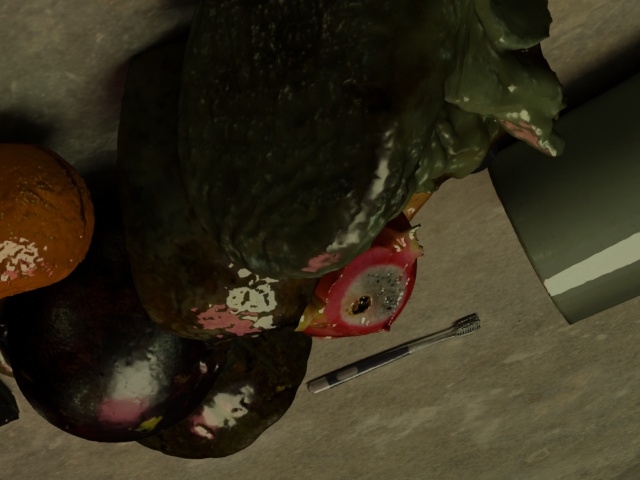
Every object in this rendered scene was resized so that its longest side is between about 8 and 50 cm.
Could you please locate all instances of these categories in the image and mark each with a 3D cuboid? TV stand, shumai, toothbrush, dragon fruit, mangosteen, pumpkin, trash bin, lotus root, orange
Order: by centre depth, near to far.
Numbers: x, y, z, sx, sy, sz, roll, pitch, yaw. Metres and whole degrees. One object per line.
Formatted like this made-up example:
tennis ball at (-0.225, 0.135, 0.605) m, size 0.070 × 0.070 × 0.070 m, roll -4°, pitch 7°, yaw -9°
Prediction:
shumai at (0.070, -0.147, 1.646) m, size 0.323 × 0.324 × 0.398 m, roll 9°, pitch 97°, yaw -42°
lotus root at (-0.100, -0.060, 1.774) m, size 0.210 × 0.314 × 0.142 m, roll -13°, pitch 168°, yaw 17°
orange at (-0.328, -0.021, 1.774) m, size 0.193 × 0.161 × 0.193 m, roll -15°, pitch -176°, yaw 1°
mangosteen at (-0.237, 0.086, 1.951) m, size 0.288 × 0.288 × 0.288 m, roll -19°, pitch 153°, yaw -10°
dragon fruit at (0.002, 0.005, 1.987) m, size 0.224 × 0.227 × 0.224 m, roll -25°, pitch 130°, yaw -32°
TV stand at (-0.438, 0.172, 2.177) m, size 0.049 × 0.040 × 0.256 m, roll -23°, pitch 153°, yaw -2°
trash bin at (0.454, -0.094, 2.184) m, size 0.432 × 0.280 × 0.280 m, roll -27°, pitch 154°, yaw 12°
pumpkin at (-0.143, 0.167, 2.215) m, size 0.325 × 0.232 × 0.242 m, roll -27°, pitch 156°, yaw 13°
toothbrush at (0.114, 0.175, 2.665) m, size 0.288 × 0.024 × 0.026 m, roll -21°, pitch 153°, yaw -7°

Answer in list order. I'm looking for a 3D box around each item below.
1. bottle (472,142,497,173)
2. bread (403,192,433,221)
bottle at (0.147, -0.150, 2.032) m, size 0.072 × 0.082 × 0.244 m, roll -22°, pitch 154°, yaw 10°
bread at (0.057, -0.049, 2.146) m, size 0.116 × 0.077 × 0.200 m, roll -5°, pitch 149°, yaw -34°
